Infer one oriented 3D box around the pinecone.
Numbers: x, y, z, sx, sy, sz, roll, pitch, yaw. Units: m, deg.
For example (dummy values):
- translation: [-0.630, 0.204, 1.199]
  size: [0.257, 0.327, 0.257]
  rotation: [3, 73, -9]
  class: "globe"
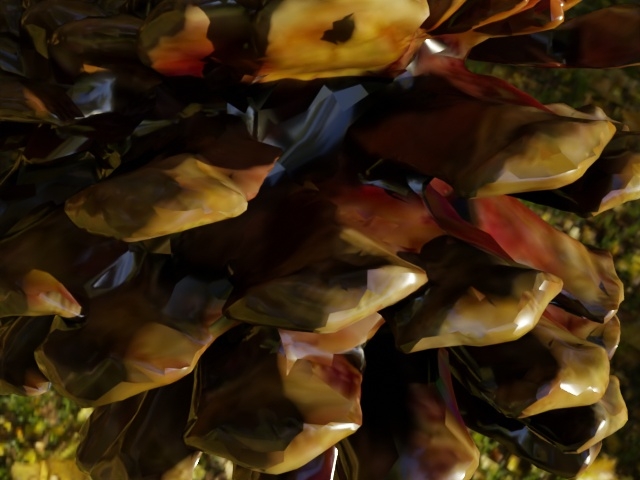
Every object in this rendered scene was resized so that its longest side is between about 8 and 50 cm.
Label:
- translation: [0.000, 0.000, 0.519]
  size: [0.384, 0.384, 0.384]
  rotation: [11, 39, -9]
  class: "pinecone"
